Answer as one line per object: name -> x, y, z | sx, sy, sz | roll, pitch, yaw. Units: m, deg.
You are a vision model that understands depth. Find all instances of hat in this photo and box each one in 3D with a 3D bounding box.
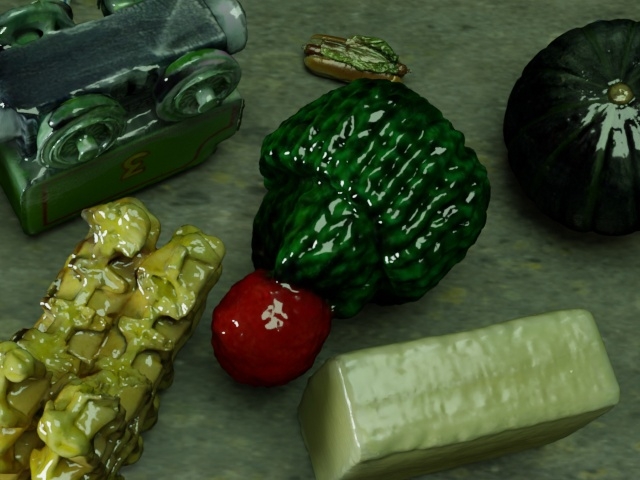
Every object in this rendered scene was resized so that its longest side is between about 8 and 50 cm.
hat -> 0.000, 0.000, 1.528 | 0.242, 0.274, 0.332 | 43, 75, 5

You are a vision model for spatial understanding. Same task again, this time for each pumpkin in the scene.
pumpkin -> 0.331, -0.125, 1.668 | 0.250, 0.216, 0.250 | -4, 79, 22

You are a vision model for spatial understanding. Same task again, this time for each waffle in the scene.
waffle -> -0.221, 0.121, 1.418 | 0.151, 0.261, 0.324 | 28, 45, 5

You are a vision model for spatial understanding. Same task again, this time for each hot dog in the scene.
hot dog -> 0.042, -0.213, 1.740 | 0.133, 0.041, 0.056 | 13, 66, -4

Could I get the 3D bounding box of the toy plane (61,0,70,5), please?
toy plane -> -0.298, -0.310, 1.717 | 0.226, 0.058, 0.226 | 5, 63, -4

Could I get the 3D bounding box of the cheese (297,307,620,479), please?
cheese -> 0.129, 0.161, 1.483 | 0.265, 0.242, 0.124 | -11, 78, -14

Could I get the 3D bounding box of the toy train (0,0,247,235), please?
toy train -> -0.218, -0.149, 1.554 | 0.307, 0.249, 0.173 | -25, 70, -20

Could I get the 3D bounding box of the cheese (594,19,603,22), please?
cheese -> 0.422, -0.181, 1.781 | 0.244, 0.062, 0.155 | 29, 64, 5
